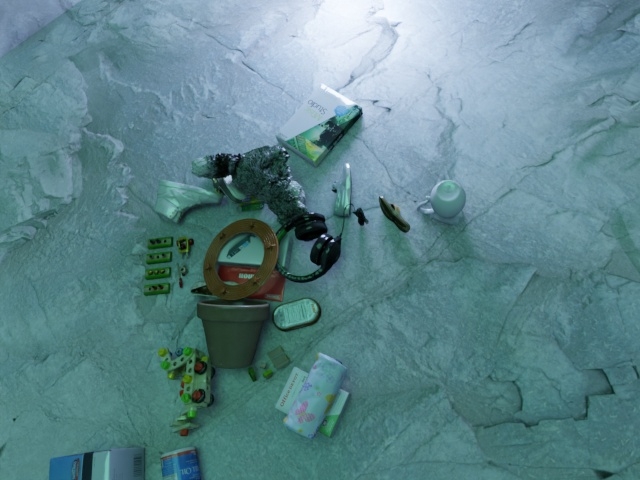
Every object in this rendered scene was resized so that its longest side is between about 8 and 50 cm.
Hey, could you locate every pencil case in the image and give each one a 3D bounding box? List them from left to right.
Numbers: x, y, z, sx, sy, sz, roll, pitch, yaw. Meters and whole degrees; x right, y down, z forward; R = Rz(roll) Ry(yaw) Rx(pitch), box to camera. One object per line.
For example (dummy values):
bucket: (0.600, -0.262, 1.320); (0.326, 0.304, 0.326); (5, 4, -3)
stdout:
pencil case: (-0.018, 0.508, 1.637); (0.124, 0.113, 0.273); (19, 73, 27)

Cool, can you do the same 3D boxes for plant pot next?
plant pot: (-0.318, 0.337, 1.813); (0.262, 0.263, 0.230); (1, 89, 12)

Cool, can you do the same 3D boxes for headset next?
headset: (0.000, 0.000, 1.896); (0.394, 0.185, 0.243); (-35, 70, 3)

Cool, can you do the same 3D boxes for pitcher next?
pitcher: (0.442, -0.139, 1.833); (0.177, 0.207, 0.126); (4, 71, 14)

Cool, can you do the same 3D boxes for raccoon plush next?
raccoon plush: (-0.258, -0.179, 1.935); (0.446, 0.216, 0.299); (-14, 77, -23)

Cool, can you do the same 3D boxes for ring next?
ring: (-0.313, 0.064, 1.896); (0.336, 0.032, 0.337); (-11, 62, 23)

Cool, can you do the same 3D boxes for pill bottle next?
pill bottle: (-0.472, 0.835, 1.704); (0.124, 0.124, 0.222); (-18, 69, 4)

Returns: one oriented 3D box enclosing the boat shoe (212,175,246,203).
boat shoe: (-0.396, -0.238, 2.066); (0.091, 0.109, 0.305); (-49, 47, 16)

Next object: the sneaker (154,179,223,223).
sneaker: (-0.560, -0.148, 2.106); (0.292, 0.108, 0.169); (11, 87, 12)

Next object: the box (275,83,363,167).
box: (-0.006, -0.498, 2.134); (0.232, 0.058, 0.322); (36, 81, 21)

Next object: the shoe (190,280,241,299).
shoe: (-0.405, 0.198, 1.944); (0.218, 0.058, 0.077); (1, 96, 14)

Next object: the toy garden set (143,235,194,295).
toy garden set: (-0.630, 0.093, 2.047); (0.203, 0.049, 0.245); (-7, 69, 9)

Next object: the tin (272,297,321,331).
tin: (-0.091, 0.280, 1.879); (0.189, 0.040, 0.106); (-16, 72, 5)

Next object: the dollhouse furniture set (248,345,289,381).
dollhouse furniture set: (-0.190, 0.464, 1.838); (0.151, 0.059, 0.076); (-27, 58, -20)

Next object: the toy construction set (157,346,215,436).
toy construction set: (-0.485, 0.530, 1.796); (0.214, 0.151, 0.328); (-17, 68, 16)

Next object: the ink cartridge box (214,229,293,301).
ink cartridge box: (-0.274, 0.096, 1.967); (0.296, 0.066, 0.261); (4, 70, 12)

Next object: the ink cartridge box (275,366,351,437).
ink cartridge box: (-0.026, 0.560, 1.731); (0.219, 0.092, 0.160); (21, 75, 17)

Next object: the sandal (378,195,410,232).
sandal: (0.291, -0.106, 1.928); (0.049, 0.072, 0.180); (-34, 68, -19)

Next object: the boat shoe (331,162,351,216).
boat shoe: (0.083, -0.206, 1.997); (0.081, 0.079, 0.228); (1, 74, 7)

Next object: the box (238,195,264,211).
box: (-0.295, -0.213, 2.096); (0.105, 0.043, 0.179); (-10, 70, 8)

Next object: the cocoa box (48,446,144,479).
cocoa box: (-0.755, 0.898, 1.679); (0.227, 0.231, 0.347); (-11, 69, 8)
